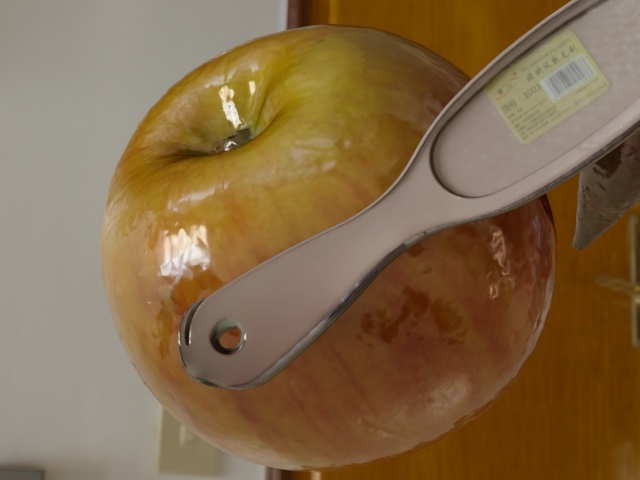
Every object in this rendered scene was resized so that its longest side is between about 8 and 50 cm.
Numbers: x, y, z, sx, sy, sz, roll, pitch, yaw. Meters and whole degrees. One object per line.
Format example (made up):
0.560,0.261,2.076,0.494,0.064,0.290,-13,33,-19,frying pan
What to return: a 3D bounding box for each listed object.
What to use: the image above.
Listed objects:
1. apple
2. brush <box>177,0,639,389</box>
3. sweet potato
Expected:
0.000,0.000,0.772,0.286,0.286,0.233,-6,136,31,apple
0.062,-0.022,0.637,0.313,0.072,0.067,-37,168,2,brush
0.215,-0.080,0.848,0.051,0.065,0.218,28,132,14,sweet potato
